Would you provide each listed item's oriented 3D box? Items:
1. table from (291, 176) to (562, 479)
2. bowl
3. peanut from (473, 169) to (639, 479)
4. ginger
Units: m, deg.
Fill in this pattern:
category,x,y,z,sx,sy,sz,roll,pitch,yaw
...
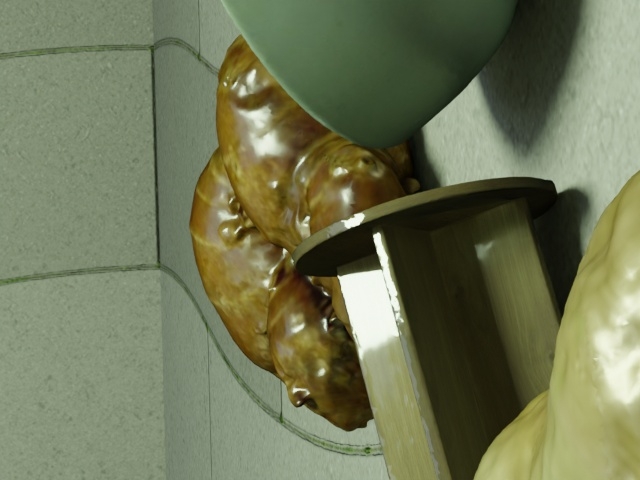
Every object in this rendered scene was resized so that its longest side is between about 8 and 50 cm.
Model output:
category,x,y,z,sx,sy,sz,roll,pitch,yaw
table,0.090,0.095,0.852,0.167,0.167,0.227,129,128,-69
bowl,0.044,-0.215,0.871,0.289,0.146,0.289,43,-145,-40
peanut,0.148,0.115,0.569,0.192,0.169,0.387,-108,25,-50
ginger,-0.002,0.004,1.199,0.274,0.152,0.358,55,151,29
